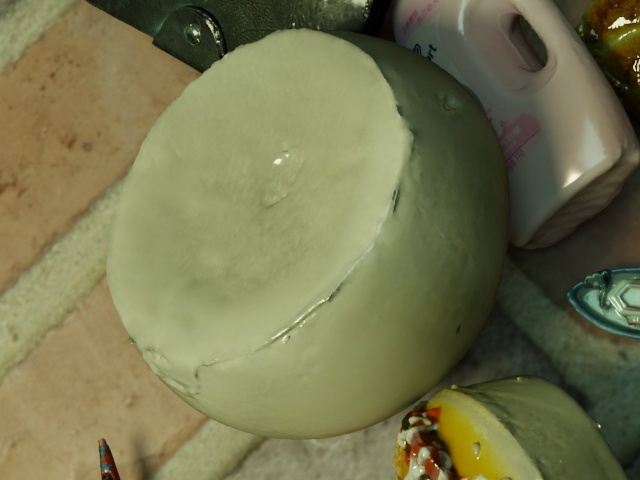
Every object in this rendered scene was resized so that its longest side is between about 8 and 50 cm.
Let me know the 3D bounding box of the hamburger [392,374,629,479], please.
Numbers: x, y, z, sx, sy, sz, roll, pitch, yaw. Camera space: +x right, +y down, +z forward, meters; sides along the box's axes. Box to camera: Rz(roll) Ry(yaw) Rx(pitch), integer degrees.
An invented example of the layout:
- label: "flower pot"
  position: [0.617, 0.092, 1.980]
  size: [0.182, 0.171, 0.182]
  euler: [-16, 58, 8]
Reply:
- label: "hamburger"
  position: [0.148, 0.241, 0.958]
  size: [0.151, 0.227, 0.295]
  euler: [-25, 69, -15]

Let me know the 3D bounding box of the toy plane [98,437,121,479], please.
- label: "toy plane"
  position: [-0.157, 0.258, 1.115]
  size: [0.130, 0.061, 0.189]
  euler: [-19, 68, 10]

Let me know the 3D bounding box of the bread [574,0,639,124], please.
- label: "bread"
  position: [0.295, -0.143, 1.072]
  size: [0.172, 0.103, 0.132]
  euler: [47, 115, 18]

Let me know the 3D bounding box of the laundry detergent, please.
- label: "laundry detergent"
  position: [0.132, -0.162, 1.113]
  size: [0.159, 0.088, 0.335]
  euler: [-46, 61, 39]

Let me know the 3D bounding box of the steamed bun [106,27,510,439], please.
- label: "steamed bun"
  position: [0.000, 0.000, 1.044]
  size: [0.324, 0.206, 0.324]
  euler: [-18, 56, 30]

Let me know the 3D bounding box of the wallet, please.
- label: "wallet"
  position: [-0.090, -0.229, 1.186]
  size: [0.318, 0.045, 0.172]
  euler: [30, 121, 19]

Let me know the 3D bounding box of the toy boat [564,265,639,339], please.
- label: "toy boat"
  position: [0.263, 0.050, 1.054]
  size: [0.140, 0.066, 0.059]
  euler: [6, 81, 17]
